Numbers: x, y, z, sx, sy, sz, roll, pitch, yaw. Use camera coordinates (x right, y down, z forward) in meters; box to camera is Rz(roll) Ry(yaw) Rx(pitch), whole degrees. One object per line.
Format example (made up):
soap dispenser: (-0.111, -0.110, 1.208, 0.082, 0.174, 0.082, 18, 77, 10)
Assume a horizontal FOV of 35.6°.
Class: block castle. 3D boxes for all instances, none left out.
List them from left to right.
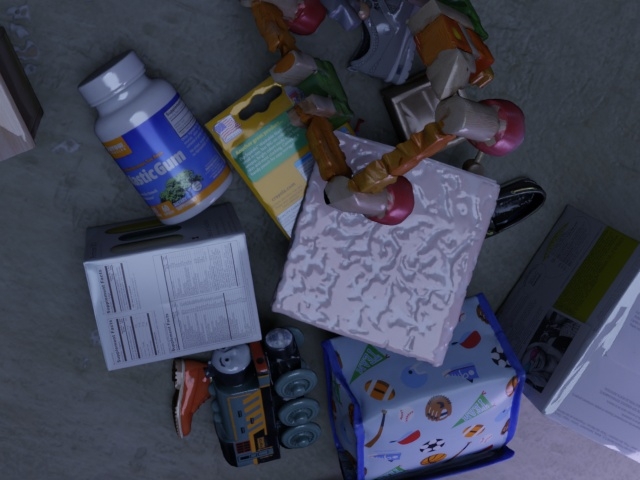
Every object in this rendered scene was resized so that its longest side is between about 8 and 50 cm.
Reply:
block castle: (0.097, -0.281, 1.538, 0.303, 0.213, 0.453, -34, 69, 30)

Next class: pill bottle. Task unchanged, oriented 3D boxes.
pill bottle: (-0.278, -0.173, 1.654, 0.152, 0.152, 0.272, -35, 111, 0)

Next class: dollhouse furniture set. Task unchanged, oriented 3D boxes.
dollhouse furniture set: (-0.647, -0.169, 1.521, 0.394, 0.256, 0.362, -23, 110, -4)

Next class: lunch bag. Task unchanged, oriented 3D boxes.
lunch bag: (0.188, 0.326, 1.855, 0.328, 0.239, 0.385, -13, 142, -9)

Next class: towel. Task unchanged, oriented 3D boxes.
towel: (0.108, 0.011, 1.678, 0.317, 0.053, 0.331, 18, 90, -4)

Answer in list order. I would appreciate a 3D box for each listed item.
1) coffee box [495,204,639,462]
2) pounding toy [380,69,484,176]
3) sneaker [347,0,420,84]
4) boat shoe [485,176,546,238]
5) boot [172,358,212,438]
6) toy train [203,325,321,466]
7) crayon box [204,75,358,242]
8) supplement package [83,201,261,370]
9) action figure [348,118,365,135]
coffee box: (0.563, 0.183, 1.851, 0.338, 0.334, 0.338, 29, 98, -18)
pounding toy: (0.232, -0.207, 1.784, 0.181, 0.094, 0.206, -25, 111, -3)
sneaker: (0.114, -0.406, 1.689, 0.115, 0.105, 0.281, 4, 107, -13)
boat shoe: (0.314, -0.047, 1.866, 0.228, 0.068, 0.081, -29, 111, -2)
boot: (-0.236, 0.299, 1.866, 0.085, 0.059, 0.157, 1, 106, -18)
toy train: (-0.105, 0.285, 1.802, 0.190, 0.142, 0.334, -13, 139, -9)
crayon box: (-0.024, -0.127, 1.729, 0.203, 0.083, 0.323, -37, 96, -1)
supplement package: (-0.255, 0.072, 1.711, 0.263, 0.199, 0.198, -11, 109, -9)
action figure: (0.048, -0.165, 1.794, 0.038, 0.030, 0.115, 11, 107, -18)
